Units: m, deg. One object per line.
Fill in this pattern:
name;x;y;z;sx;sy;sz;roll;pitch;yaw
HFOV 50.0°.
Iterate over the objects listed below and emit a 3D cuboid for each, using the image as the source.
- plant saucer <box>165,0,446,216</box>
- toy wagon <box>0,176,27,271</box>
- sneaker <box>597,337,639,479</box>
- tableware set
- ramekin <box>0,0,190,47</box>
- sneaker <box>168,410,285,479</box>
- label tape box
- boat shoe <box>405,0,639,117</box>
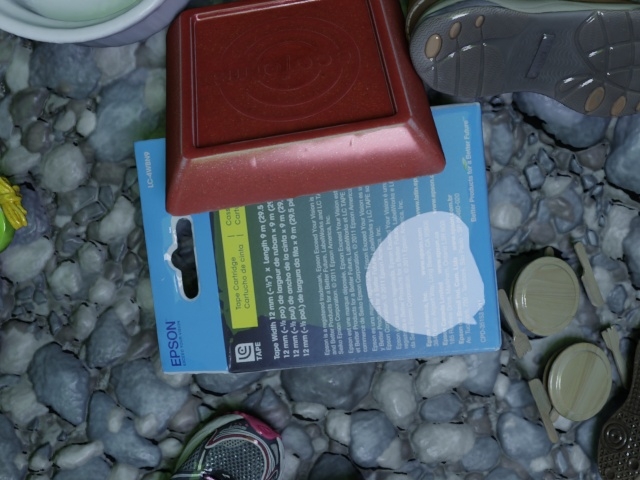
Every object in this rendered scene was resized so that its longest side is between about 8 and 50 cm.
plant saucer;-0.030;-0.158;0.667;0.258;0.048;0.259;-9;57;2
toy wagon;-0.469;0.035;0.768;0.344;0.068;0.267;-30;94;4
sneaker;0.368;0.188;0.752;0.071;0.066;0.189;16;96;-33
tableware set;0.262;0.107;0.762;0.128;0.039;0.194;-27;101;-18
ramekin;-0.240;-0.329;0.689;0.277;0.135;0.277;0;96;1
sneaker;-0.143;0.327;0.765;0.120;0.112;0.299;35;95;-2
label tape box;0.000;0.000;0.729;0.347;0.115;0.249;-5;95;5
boat shoe;0.236;-0.209;0.691;0.324;0.116;0.123;5;134;-18
